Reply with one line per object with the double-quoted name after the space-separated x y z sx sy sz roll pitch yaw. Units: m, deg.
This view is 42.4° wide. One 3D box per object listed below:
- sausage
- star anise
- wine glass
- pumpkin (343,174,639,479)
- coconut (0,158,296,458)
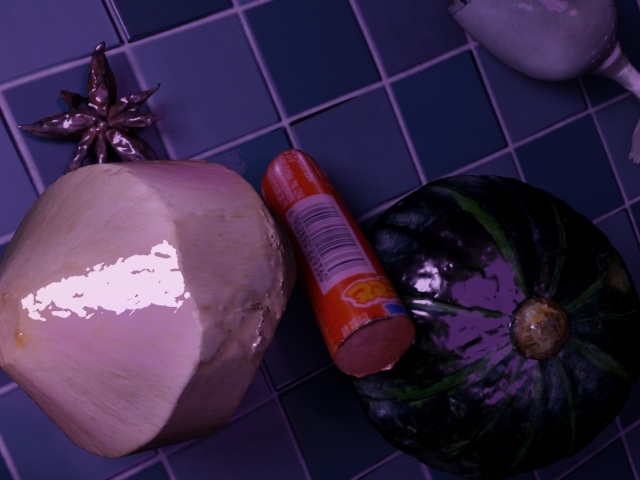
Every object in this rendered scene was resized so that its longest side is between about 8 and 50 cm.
0.000 0.000 0.746 0.074 0.274 0.074 -14 134 -15 "sausage"
-0.190 -0.099 0.760 0.129 0.056 0.124 44 86 -12 "star anise"
0.294 -0.210 0.913 0.321 0.143 0.143 31 78 -19 "wine glass"
0.168 0.082 0.806 0.315 0.238 0.315 0 92 -17 "pumpkin"
-0.146 0.049 0.668 0.259 0.259 0.259 0 89 -22 "coconut"
